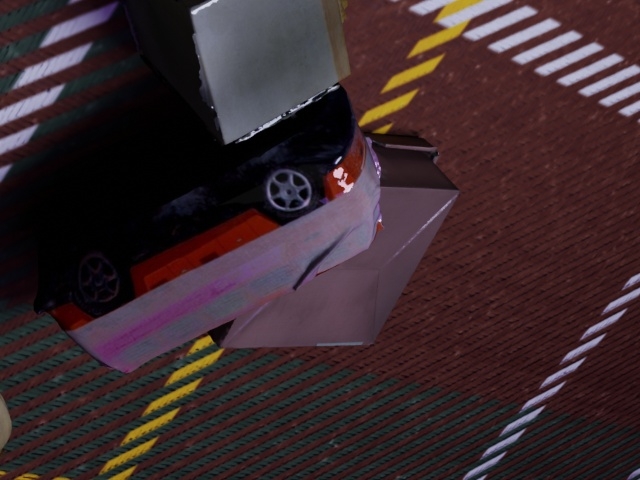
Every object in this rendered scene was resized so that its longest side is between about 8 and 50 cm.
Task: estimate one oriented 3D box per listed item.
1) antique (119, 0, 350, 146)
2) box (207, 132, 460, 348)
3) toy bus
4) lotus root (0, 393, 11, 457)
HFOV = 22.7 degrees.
[{"bbox_3d":[-0.065,-0.185,1.226,0.148,0.146,0.152,-32,143,-15],"label":"antique"},{"bbox_3d":[0.000,0.000,1.520,0.215,0.086,0.215,1,128,-41],"label":"box"},{"bbox_3d":[-0.091,-0.015,1.328,0.303,0.127,0.147,-25,128,10],"label":"toy bus"},{"bbox_3d":[-0.318,0.161,1.435,0.073,0.062,0.150,-28,140,-14],"label":"lotus root"}]
